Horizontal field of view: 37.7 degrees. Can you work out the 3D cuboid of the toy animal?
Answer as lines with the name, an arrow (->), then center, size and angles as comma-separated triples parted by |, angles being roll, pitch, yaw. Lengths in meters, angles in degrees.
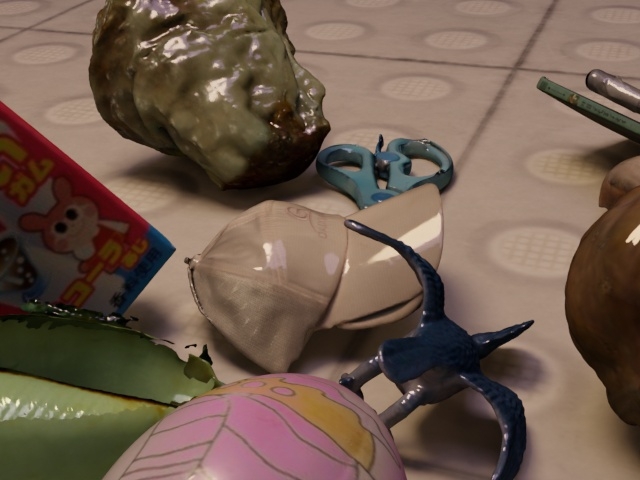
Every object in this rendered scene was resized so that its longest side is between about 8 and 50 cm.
toy animal -> 0.098, 0.087, 0.763 | 0.176, 0.239, 0.255 | -33, -12, -1

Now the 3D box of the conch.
conch -> -0.192, 0.120, 0.718 | 0.250, 0.137, 0.143 | -24, 37, -22

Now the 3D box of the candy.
candy -> -0.282, -0.025, 0.808 | 0.157, 0.306, 0.100 | -51, 45, -7

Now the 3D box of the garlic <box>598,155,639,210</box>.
garlic -> 0.371, -0.043, 1.033 | 0.087, 0.101, 0.195 | -13, 30, -15

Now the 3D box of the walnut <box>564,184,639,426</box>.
walnut -> 0.314, 0.059, 0.721 | 0.248, 0.248, 0.248 | -2, 29, 1

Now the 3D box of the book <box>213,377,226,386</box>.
book -> -0.086, 0.161, 0.780 | 0.135, 0.017, 0.103 | 18, 37, 34

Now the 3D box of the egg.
egg -> -0.039, 0.181, 0.556 | 0.196, 0.196, 0.271 | 12, 38, 24

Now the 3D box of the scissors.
scissors -> 0.082, -0.043, 1.126 | 0.180, 0.032, 0.393 | -1, 28, 1

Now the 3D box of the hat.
hat -> 0.000, 0.000, 0.908 | 0.226, 0.164, 0.219 | -43, 21, 19

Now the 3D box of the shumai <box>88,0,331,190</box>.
shumai -> -0.108, -0.203, 1.190 | 0.309, 0.304, 0.263 | -25, 47, -33

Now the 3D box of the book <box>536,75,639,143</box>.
book -> 0.419, -0.118, 1.147 | 0.215, 0.025, 0.283 | 17, 17, -37

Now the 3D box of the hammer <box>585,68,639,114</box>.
hammer -> 0.475, -0.102, 1.058 | 0.427, 0.044, 0.152 | 38, 17, 33
